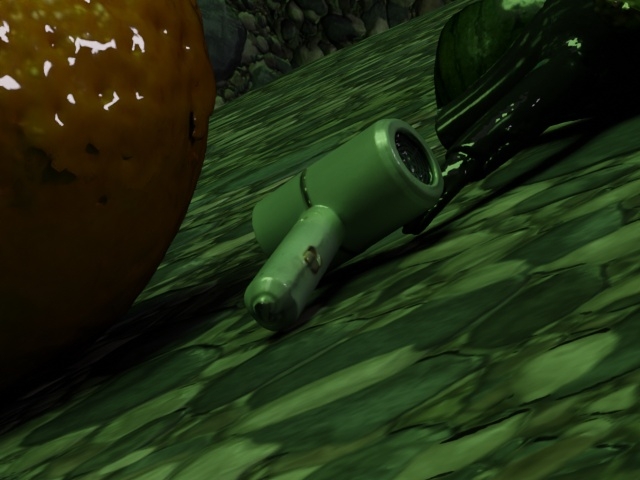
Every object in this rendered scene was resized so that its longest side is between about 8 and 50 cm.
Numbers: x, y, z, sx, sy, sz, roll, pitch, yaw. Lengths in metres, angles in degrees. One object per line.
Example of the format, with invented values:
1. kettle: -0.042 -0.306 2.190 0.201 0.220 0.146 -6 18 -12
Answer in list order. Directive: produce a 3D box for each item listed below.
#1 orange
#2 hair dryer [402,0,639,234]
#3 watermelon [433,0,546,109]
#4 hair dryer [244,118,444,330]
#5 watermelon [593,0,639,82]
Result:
1. orange: -0.227 -0.069 1.028 0.340 0.340 0.293 -33 -14 -51
2. hair dryer: 0.090 -0.057 1.012 0.195 0.075 0.219 -32 7 48
3. watermelon: 0.130 -0.112 1.360 0.092 0.075 0.181 27 -25 -34
4. hair dryer: 0.000 0.000 0.880 0.082 0.047 0.137 -33 10 28
5. watermelon: 0.173 -0.075 0.554 0.245 0.119 0.063 -29 -3 -36
